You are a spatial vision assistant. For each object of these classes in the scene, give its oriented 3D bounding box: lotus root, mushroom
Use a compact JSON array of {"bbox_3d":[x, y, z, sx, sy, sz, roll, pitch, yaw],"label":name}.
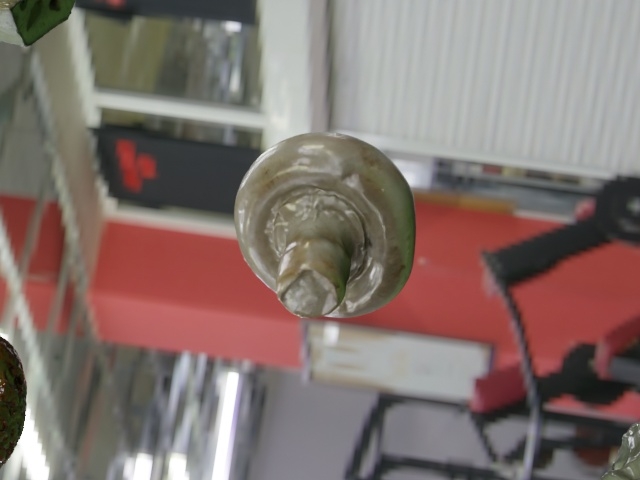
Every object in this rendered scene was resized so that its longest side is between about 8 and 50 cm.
[{"bbox_3d":[-0.346,-0.264,1.953,0.143,0.144,0.070,-43,-41,-43],"label":"lotus root"},{"bbox_3d":[-0.002,0.001,1.877,0.209,0.206,0.206,-58,-16,-27],"label":"mushroom"}]

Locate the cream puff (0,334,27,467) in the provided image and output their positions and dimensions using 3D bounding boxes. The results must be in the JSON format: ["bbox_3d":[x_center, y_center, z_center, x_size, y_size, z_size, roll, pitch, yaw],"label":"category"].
[{"bbox_3d":[-0.513,0.216,2.187,0.212,0.303,0.303,-74,-10,-45],"label":"cream puff"}]

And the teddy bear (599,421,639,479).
[{"bbox_3d":[0.333,0.141,1.326,0.224,0.368,0.357,-123,12,-48],"label":"teddy bear"}]
